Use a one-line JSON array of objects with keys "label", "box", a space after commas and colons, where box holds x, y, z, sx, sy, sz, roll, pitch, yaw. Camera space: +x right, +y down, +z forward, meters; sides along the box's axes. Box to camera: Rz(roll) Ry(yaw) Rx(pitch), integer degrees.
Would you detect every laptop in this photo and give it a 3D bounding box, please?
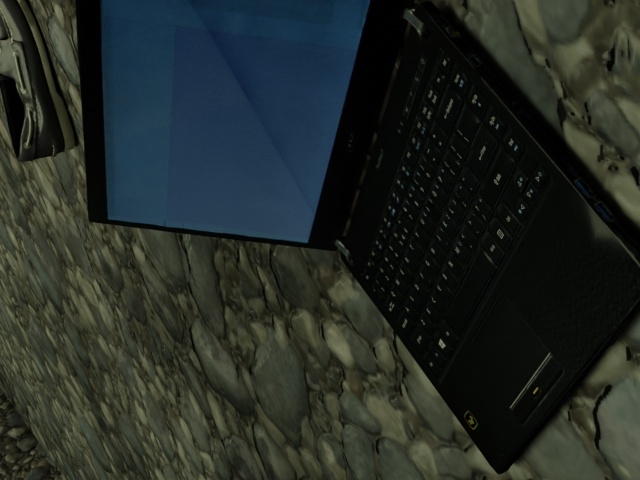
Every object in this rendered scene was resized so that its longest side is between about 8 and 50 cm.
[{"label": "laptop", "box": [0.000, 0.000, 0.579, 0.264, 0.137, 0.234, 54, 156, 21]}]

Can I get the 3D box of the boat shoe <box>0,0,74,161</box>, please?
[{"label": "boat shoe", "box": [-0.315, -0.177, 1.161, 0.075, 0.065, 0.206, 21, 133, 59]}]
